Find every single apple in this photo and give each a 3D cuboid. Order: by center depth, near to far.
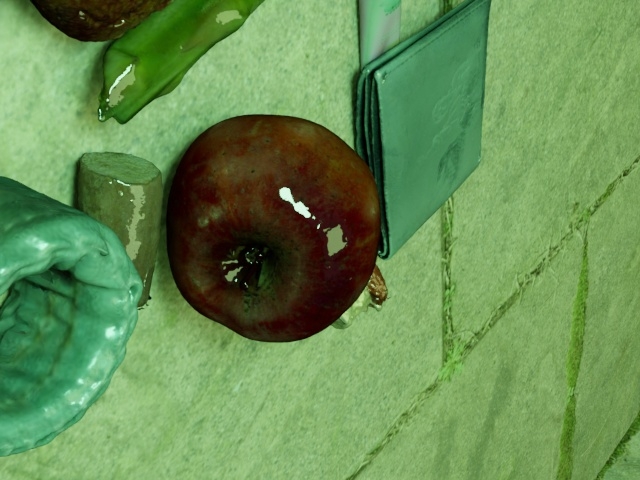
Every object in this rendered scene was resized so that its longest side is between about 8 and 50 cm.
[{"bbox_3d":[-0.043,-0.013,1.059,0.234,0.234,0.234,-34,136,-42],"label":"apple"}]

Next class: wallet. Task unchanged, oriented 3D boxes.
[{"bbox_3d":[0.137,-0.150,1.380,0.251,0.054,0.290,-41,142,-37],"label":"wallet"}]

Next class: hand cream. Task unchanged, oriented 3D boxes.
[{"bbox_3d":[0.069,-0.255,1.235,0.076,0.047,0.174,-45,151,-29],"label":"hand cream"}]

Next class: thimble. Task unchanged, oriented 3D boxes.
[{"bbox_3d":[-0.260,0.065,0.834,0.235,0.143,0.198,-44,141,-31],"label":"thimble"}]

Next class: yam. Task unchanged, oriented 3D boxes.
[{"bbox_3d":[-0.184,-0.008,0.961,0.084,0.084,0.127,-15,121,-53],"label":"yam"}]

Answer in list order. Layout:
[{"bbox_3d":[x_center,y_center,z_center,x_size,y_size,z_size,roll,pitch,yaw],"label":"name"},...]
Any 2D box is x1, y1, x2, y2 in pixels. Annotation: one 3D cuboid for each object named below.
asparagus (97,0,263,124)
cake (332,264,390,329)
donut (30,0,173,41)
[{"bbox_3d":[-0.097,-0.217,0.963,0.343,0.085,0.082,-50,141,-25],"label":"asparagus"},{"bbox_3d":[0.015,0.009,1.242,0.086,0.117,0.220,-37,139,-31],"label":"cake"},{"bbox_3d":[-0.184,-0.234,0.778,0.126,0.144,0.186,-43,172,-1],"label":"donut"}]
